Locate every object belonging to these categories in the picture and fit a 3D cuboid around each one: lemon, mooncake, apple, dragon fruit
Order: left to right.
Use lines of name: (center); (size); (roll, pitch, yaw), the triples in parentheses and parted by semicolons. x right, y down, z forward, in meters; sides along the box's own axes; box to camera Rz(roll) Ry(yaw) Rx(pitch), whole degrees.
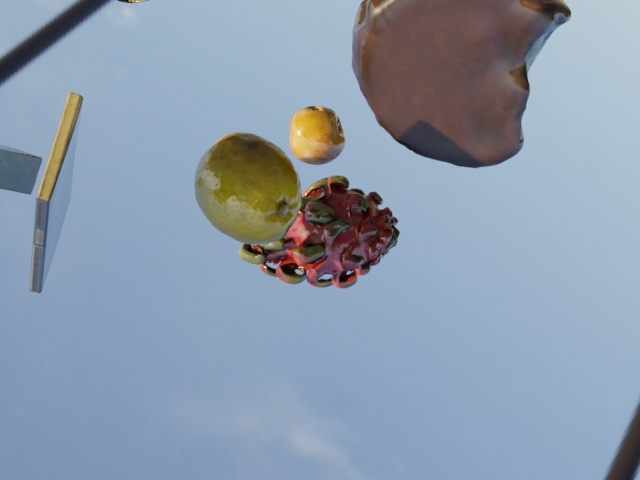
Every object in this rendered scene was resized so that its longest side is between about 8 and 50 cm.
lemon: (-0.119, -0.085, 1.778); (0.170, 0.170, 0.207); (-2, -149, -39)
apple: (-0.005, -0.241, 2.499); (0.146, 0.146, 0.146); (18, -152, -10)
dragon fruit: (0.009, 0.004, 2.043); (0.198, 0.273, 0.218); (47, 178, 24)
mooncake: (0.232, -0.338, 1.881); (0.351, 0.381, 0.212); (22, -141, -8)

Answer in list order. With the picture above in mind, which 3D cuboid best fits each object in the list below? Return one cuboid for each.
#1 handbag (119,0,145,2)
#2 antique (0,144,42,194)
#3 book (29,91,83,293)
handbag: (-0.327, -0.670, 2.123); (0.160, 0.237, 0.358); (23, -122, -54)
antique: (-0.627, -0.144, 2.074); (0.081, 0.080, 0.221); (18, -177, 14)
book: (-0.393, -0.065, 1.605); (0.025, 0.269, 0.191); (14, -123, -9)
